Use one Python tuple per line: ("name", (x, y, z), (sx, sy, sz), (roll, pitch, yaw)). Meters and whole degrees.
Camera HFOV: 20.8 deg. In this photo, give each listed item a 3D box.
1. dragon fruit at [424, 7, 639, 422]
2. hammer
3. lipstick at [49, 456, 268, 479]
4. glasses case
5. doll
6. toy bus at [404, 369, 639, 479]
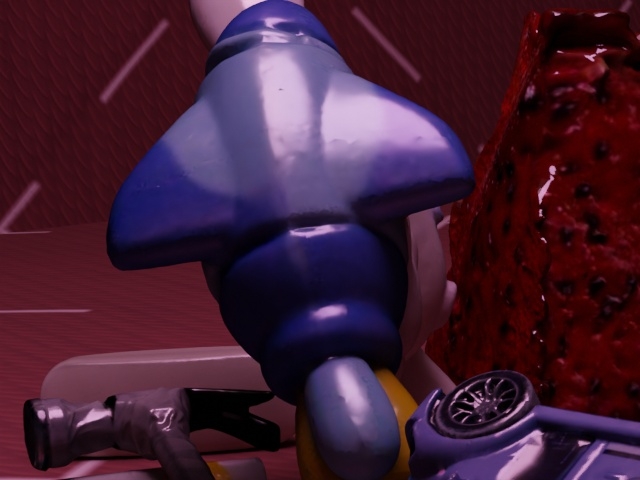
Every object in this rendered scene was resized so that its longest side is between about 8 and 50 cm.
("dragon fruit", (0.236, -0.017, 1.363), (0.286, 0.329, 0.228), (-6, 2, -14))
("hammer", (-0.050, 0.166, 0.910), (0.152, 0.044, 0.427), (-5, 19, -17))
("lipstick", (-0.163, 0.174, 1.056), (0.264, 0.059, 0.059), (-6, 8, -13))
("glasses case", (-0.112, 0.123, 1.335), (0.204, 0.081, 0.051), (-2, 10, 0))
("doll", (0.007, -0.006, 1.036), (0.187, 0.376, 0.365), (-40, 1, 6))
("toy bus", (0.146, 0.154, 0.776), (0.292, 0.125, 0.133), (6, 39, 45))
